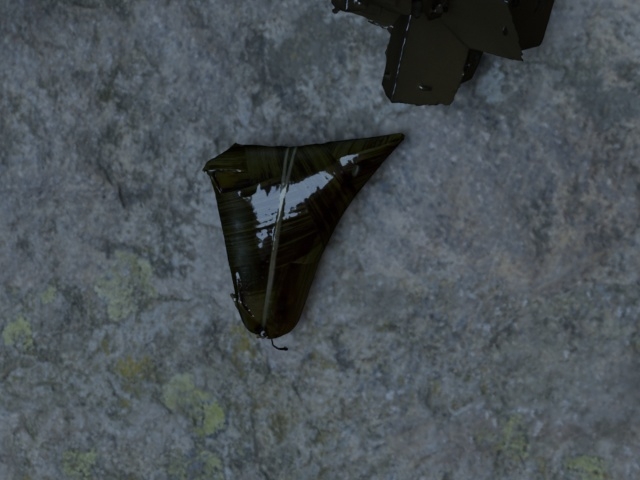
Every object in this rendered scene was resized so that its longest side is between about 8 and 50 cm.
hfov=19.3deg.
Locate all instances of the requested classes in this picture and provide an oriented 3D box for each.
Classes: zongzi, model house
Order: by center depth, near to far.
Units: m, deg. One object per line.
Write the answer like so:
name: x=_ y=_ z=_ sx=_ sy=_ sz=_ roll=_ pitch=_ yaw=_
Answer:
model house: x=0.074 y=-0.196 z=1.527 sx=0.181 sy=0.248 sz=0.176 roll=20 pitch=107 yaw=23
zongzi: x=0.000 y=0.000 z=1.698 sx=0.184 sy=0.084 sz=0.187 roll=-6 pitch=103 yaw=17
